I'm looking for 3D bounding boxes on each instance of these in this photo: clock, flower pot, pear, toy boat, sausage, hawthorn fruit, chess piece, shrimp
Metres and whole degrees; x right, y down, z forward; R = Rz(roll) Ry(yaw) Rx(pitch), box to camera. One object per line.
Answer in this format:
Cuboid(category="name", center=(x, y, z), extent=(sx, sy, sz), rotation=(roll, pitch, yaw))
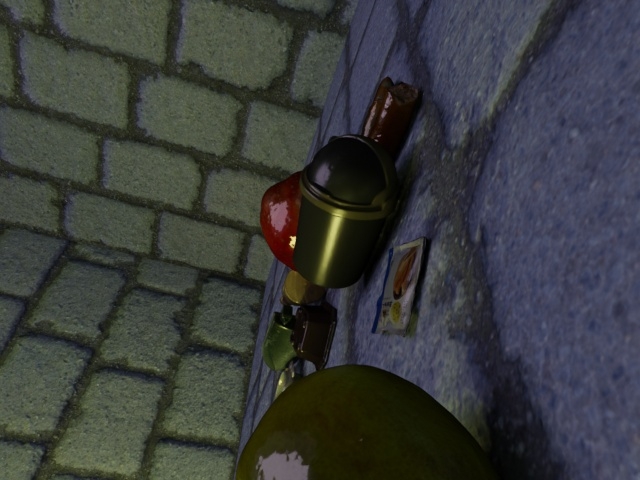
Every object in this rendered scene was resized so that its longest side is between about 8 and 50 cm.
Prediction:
Cuboid(category="clock", center=(-0.104, 0.488, 1.631), extent=(0.151, 0.062, 0.191), rotation=(-169, 94, -81))
Cuboid(category="flower pot", center=(-0.029, 0.262, 1.459), extent=(0.251, 0.084, 0.179), rotation=(-177, 101, -81))
Cuboid(category="pear", center=(0.047, 0.264, 0.509), extent=(0.321, 0.269, 0.269), rotation=(20, 97, 62))
Cuboid(category="toy boat", center=(-0.118, 0.339, 1.687), extent=(0.092, 0.141, 0.319), rotation=(-88, 15, -48))
Cuboid(category="sausage", center=(0.141, -0.230, 1.191), extent=(0.302, 0.076, 0.103), rotation=(116, 158, -48))
Cuboid(category="hawthorn fruit", center=(-0.036, -0.029, 1.487), extent=(0.287, 0.287, 0.330), rotation=(114, 148, -47))
Cuboid(category="chess piece", center=(-0.066, 0.163, 1.705), extent=(0.301, 0.137, 0.137), rotation=(126, 156, -76))
Cuboid(category="shrimp", center=(0.137, -0.297, 1.372), extent=(0.152, 0.063, 0.287), rotation=(-117, 46, -80))

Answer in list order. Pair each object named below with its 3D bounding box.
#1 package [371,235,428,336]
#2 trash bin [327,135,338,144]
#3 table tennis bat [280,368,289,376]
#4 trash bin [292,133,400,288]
Cuboid(category="package", center=(0.136, 0.085, 0.904), extent=(0.173, 0.027, 0.171), rotation=(151, 133, -73))
Cuboid(category="trash bin", center=(0.048, -0.236, 1.710), extent=(0.236, 0.101, 0.176), rotation=(124, 157, -70))
Cuboid(category="table tennis bat", center=(-0.132, 0.505, 1.900), extent=(0.173, 0.022, 0.301), rotation=(-98, 23, -69))
Cuboid(category="trash bin", center=(0.048, -0.071, 1.111), extent=(0.214, 0.214, 0.334), rotation=(-87, 12, -51))
